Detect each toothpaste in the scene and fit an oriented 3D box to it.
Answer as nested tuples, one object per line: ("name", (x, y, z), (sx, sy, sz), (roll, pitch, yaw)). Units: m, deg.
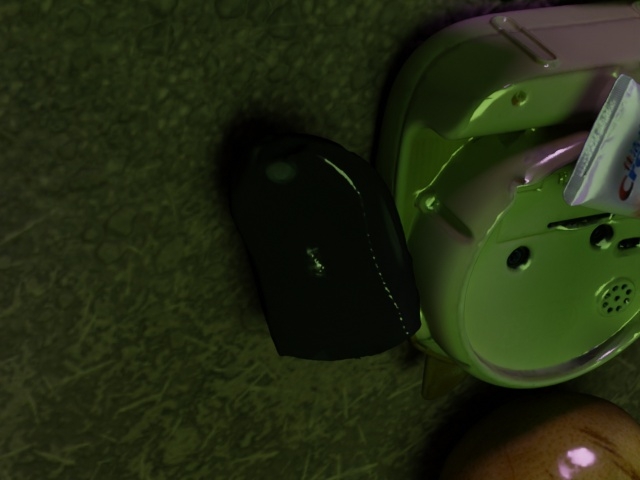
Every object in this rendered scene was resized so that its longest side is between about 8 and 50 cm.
("toothpaste", (0.308, -0.037, 1.313), (0.323, 0.066, 0.100), (17, 103, -38))

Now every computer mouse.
("computer mouse", (0.000, 0.000, 1.270), (0.122, 0.073, 0.217), (-5, 126, 16))

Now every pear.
("pear", (0.200, 0.236, 1.512), (0.209, 0.209, 0.209), (-18, 130, -22))

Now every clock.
("clock", (0.180, -0.013, 1.365), (0.286, 0.117, 0.348), (-10, 127, -27))
